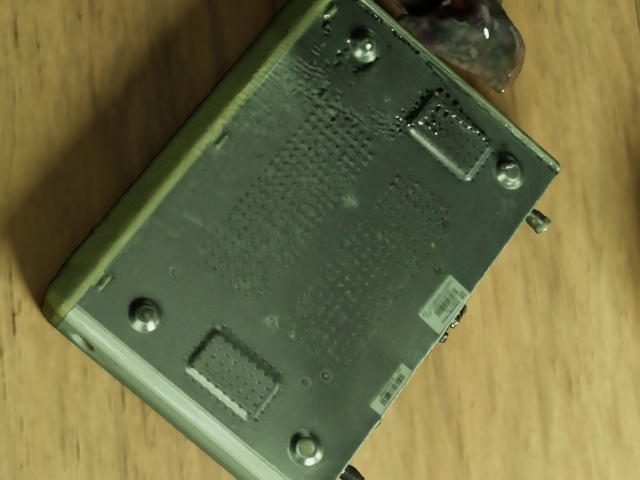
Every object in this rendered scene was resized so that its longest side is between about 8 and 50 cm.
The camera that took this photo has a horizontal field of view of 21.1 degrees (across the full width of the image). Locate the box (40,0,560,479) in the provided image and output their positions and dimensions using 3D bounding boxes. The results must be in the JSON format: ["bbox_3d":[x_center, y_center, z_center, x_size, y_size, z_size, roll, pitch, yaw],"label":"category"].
[{"bbox_3d":[0.000,0.000,0.978,0.211,0.045,0.270,42,67,-6],"label":"box"}]

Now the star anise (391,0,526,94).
[{"bbox_3d":[0.044,-0.215,0.971,0.129,0.212,0.282,-39,82,12],"label":"star anise"}]
